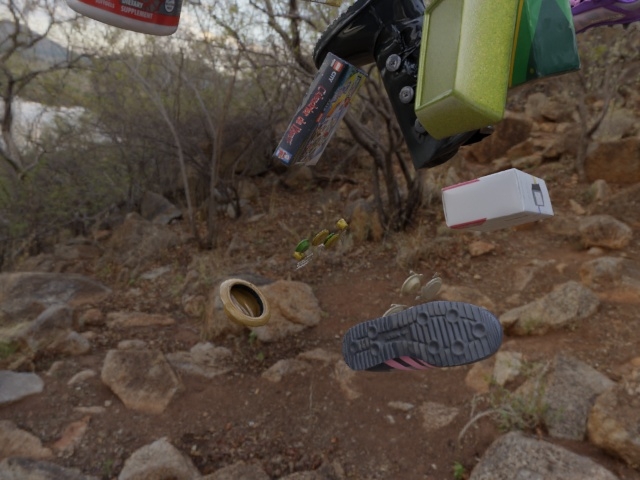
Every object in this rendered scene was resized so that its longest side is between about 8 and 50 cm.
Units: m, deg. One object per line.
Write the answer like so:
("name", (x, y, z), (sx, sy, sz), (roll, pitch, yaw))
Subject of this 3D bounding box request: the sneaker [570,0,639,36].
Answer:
("sneaker", (0.494, -0.435, 0.894), (0.236, 0.095, 0.104), (-2, -14, 24))

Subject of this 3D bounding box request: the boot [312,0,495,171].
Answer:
("boot", (0.185, -0.376, 1.230), (0.146, 0.445, 0.367), (-23, -6, -38))

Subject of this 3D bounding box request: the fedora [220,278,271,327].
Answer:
("fedora", (-0.251, 0.211, 1.562), (0.194, 0.079, 0.194), (28, 31, -18))

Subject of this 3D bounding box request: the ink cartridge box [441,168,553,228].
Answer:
("ink cartridge box", (0.537, -0.112, 1.477), (0.226, 0.131, 0.306), (-15, -9, 37))

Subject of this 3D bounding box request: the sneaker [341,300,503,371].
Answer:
("sneaker", (0.192, 0.176, 0.876), (0.131, 0.112, 0.319), (15, -22, -41))

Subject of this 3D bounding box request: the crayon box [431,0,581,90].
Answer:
("crayon box", (0.252, -0.379, 0.726), (0.081, 0.318, 0.202), (-16, 7, -17))

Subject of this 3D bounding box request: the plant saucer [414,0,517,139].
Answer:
("plant saucer", (0.156, -0.221, 0.564), (0.045, 0.188, 0.188), (5, 5, -8))

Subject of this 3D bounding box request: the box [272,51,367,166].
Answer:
("box", (0.002, -0.266, 1.029), (0.044, 0.233, 0.159), (36, 19, 12))

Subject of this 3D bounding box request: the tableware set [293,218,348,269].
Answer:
("tableware set", (0.000, 0.000, 1.101), (0.154, 0.104, 0.024), (-32, 66, -28))

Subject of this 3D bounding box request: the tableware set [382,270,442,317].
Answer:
("tableware set", (0.196, 0.134, 1.069), (0.141, 0.168, 0.020), (20, 18, -49))

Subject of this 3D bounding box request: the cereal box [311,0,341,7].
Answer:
("cereal box", (-0.024, -0.613, 1.058), (0.047, 0.173, 0.240), (-4, 28, -40))

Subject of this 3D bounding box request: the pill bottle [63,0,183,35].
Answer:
("pill bottle", (-0.327, -0.576, 0.861), (0.210, 0.363, 0.210), (16, 26, -8))
